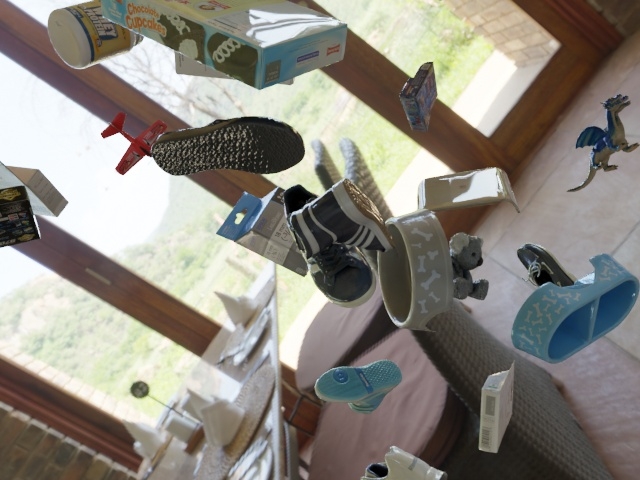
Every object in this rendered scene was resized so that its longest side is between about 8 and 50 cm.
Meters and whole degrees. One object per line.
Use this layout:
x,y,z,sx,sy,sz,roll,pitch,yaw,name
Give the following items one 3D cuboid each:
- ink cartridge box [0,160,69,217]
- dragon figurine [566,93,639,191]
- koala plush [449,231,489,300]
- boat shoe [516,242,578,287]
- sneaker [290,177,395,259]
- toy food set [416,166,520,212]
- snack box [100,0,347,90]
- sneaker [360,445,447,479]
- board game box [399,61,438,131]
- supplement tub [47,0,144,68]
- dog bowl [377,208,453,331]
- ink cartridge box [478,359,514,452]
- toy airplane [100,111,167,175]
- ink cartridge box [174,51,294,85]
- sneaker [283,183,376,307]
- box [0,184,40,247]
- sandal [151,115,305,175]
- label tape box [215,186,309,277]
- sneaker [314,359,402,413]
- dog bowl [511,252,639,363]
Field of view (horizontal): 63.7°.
-0.875,-0.178,1.386,0.261,0.296,0.066,69,-144,-51,ink cartridge box
0.790,-0.273,1.460,0.289,0.085,0.144,112,148,-49,dragon figurine
0.507,0.078,1.858,0.203,0.196,0.222,28,106,45,koala plush
0.649,0.101,1.494,0.095,0.079,0.255,86,161,-44,boat shoe
0.043,-0.017,1.026,0.153,0.282,0.099,-31,62,13,sneaker
0.459,-0.130,1.644,0.305,0.093,0.220,-8,31,16,toy food set
-0.144,-0.322,0.753,0.187,0.321,0.060,-36,-32,-42,snack box
0.127,0.508,1.014,0.111,0.129,0.297,-29,-27,-57,sneaker
0.355,-0.495,1.829,0.194,0.060,0.194,-61,-32,-28,board game box
-0.573,-0.540,1.328,0.199,0.144,0.144,-42,0,-39,supplement tub
0.251,0.086,1.437,0.349,0.102,0.349,174,90,-79,dog bowl
0.497,0.455,1.445,0.224,0.056,0.181,-23,-66,-60,ink cartridge box
-0.407,-0.214,1.107,0.151,0.028,0.151,-30,-38,-27,toy airplane
-0.165,-0.403,1.069,0.172,0.237,0.100,-86,2,-57,ink cartridge box
0.000,0.000,1.150,0.131,0.148,0.350,-34,46,-3,sneaker
-0.817,-0.042,1.250,0.220,0.051,0.175,-17,-27,-27,box
-0.146,-0.155,0.805,0.097,0.254,0.055,75,-157,-44,sandal
-0.146,-0.056,1.739,0.241,0.333,0.106,-64,0,-43,label tape box
0.106,0.516,1.715,0.127,0.318,0.208,64,144,39,sneaker
0.518,0.142,1.032,0.297,0.166,0.074,-23,36,-19,dog bowl
